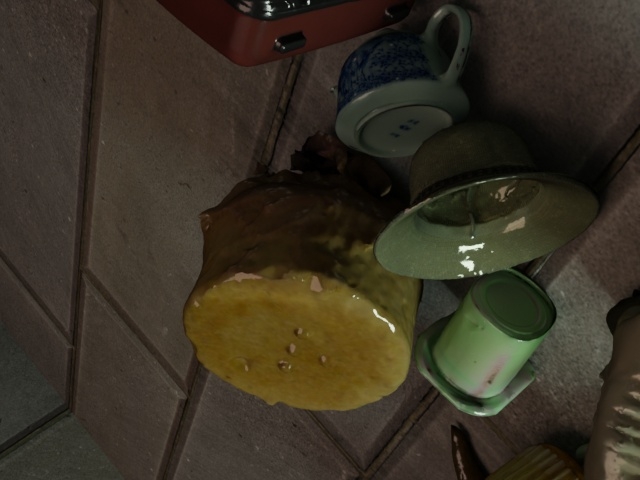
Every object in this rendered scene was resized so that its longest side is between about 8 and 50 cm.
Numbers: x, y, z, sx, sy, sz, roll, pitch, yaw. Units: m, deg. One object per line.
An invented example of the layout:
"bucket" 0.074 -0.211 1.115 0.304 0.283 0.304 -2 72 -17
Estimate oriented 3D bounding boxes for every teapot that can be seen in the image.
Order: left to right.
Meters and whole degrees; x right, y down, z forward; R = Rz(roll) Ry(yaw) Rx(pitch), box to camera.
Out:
"teapot" 0.091 -0.190 1.137 0.232 0.159 0.159 -32 91 43

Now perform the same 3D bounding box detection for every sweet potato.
"sweet potato" 0.248 0.406 1.523 0.069 0.059 0.250 22 131 60

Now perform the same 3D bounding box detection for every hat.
"hat" 0.177 -0.064 1.105 0.257 0.257 0.130 127 140 -57

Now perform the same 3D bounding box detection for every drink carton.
"drink carton" 0.218 0.121 1.237 0.146 0.144 0.142 44 140 19

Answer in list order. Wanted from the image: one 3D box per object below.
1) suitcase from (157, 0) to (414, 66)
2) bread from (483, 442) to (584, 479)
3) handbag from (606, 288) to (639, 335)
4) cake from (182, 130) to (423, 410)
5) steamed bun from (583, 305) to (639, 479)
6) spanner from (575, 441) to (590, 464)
"suitcase" -0.037 -0.320 1.035 0.236 0.297 0.161 43 136 24
"bread" 0.308 0.406 1.329 0.204 0.156 0.288 55 162 34
"handbag" 0.371 0.087 1.077 0.072 0.047 0.111 60 149 4
"cake" -0.008 0.029 1.351 0.332 0.321 0.332 9 141 7
"steamed bun" 0.411 0.193 0.931 0.309 0.219 0.324 -4 89 14
"spanner" 0.419 0.242 1.158 0.096 0.040 0.325 50 149 9
